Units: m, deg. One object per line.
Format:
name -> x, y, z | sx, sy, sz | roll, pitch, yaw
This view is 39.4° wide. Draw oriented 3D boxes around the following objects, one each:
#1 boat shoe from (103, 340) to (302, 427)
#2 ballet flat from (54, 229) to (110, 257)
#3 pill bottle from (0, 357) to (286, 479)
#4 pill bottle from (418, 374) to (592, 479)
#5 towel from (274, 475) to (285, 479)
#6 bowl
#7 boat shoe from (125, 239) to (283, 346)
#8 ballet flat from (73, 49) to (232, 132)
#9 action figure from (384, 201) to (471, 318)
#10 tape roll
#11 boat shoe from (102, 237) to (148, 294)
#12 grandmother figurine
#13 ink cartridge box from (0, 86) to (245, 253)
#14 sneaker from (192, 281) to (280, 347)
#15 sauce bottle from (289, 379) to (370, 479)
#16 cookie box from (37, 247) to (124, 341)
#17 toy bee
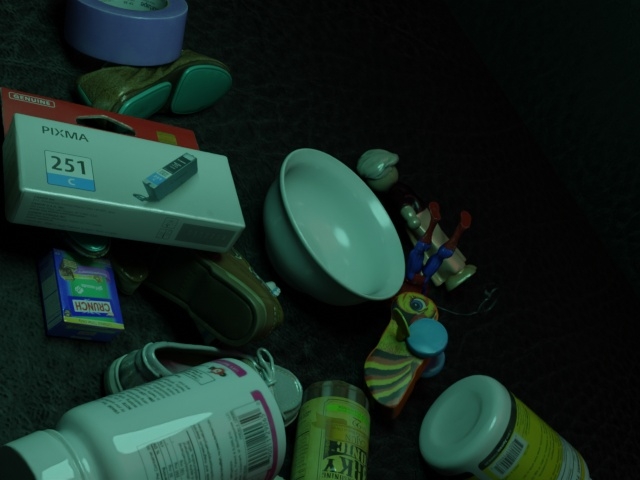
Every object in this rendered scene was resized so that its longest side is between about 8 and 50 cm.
boat shoe -> -0.132, 0.195, 1.196 | 0.320, 0.103, 0.118 | 20, 45, -43
ballet flat -> -0.338, -0.042, 1.179 | 0.070, 0.070, 0.188 | -6, 57, -56
pill bottle -> -0.192, 0.240, 0.974 | 0.283, 0.160, 0.160 | -13, 70, -41
pill bottle -> 0.344, 0.399, 1.562 | 0.334, 0.188, 0.188 | 42, 33, -21
towel -> -0.076, 0.360, 1.069 | 0.282, 0.049, 0.187 | 32, 36, 9
bowl -> 0.000, 0.000, 1.536 | 0.298, 0.134, 0.298 | 33, 37, -29
boat shoe -> -0.181, 0.032, 1.262 | 0.307, 0.110, 0.104 | 45, 20, 15
ballet flat -> -0.277, -0.262, 1.467 | 0.124, 0.116, 0.342 | 38, 33, 10
action figure -> 0.184, 0.032, 1.639 | 0.091, 0.280, 0.139 | 17, 37, -7
tape roll -> -0.310, -0.352, 1.425 | 0.189, 0.080, 0.189 | 11, 31, -7
boat shoe -> -0.296, 0.004, 1.227 | 0.153, 0.048, 0.056 | 51, 41, 7
grandmother figurine -> 0.197, -0.051, 1.899 | 0.342, 0.104, 0.208 | 53, 3, 4
ink cartridge box -> -0.268, -0.113, 1.193 | 0.296, 0.066, 0.261 | 9, 43, -32
sneaker -> -0.130, 0.087, 1.341 | 0.083, 0.071, 0.191 | 50, 30, 4
sauce bottle -> 0.010, 0.357, 1.224 | 0.111, 0.111, 0.344 | 36, 38, -28
cookie box -> -0.306, 0.071, 1.142 | 0.092, 0.040, 0.107 | 15, 48, -47
toy bee -> 0.153, 0.164, 1.560 | 0.162, 0.195, 0.298 | 34, 43, 24
